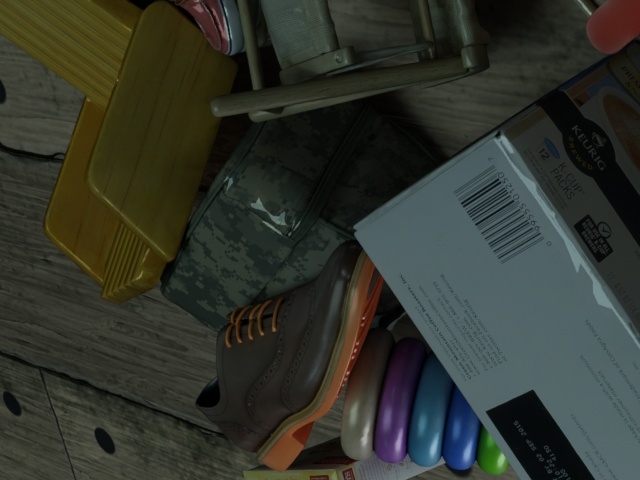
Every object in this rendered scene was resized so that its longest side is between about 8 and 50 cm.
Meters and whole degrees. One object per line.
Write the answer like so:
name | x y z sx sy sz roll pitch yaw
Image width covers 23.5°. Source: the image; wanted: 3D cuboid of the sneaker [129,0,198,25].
sneaker | -0.205 -0.403 1.666 0.147 0.145 0.385 -109 2 -56

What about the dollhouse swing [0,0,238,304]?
dollhouse swing | -0.295 -0.134 1.708 0.305 0.315 0.347 21 167 -15

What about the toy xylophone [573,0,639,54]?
toy xylophone | 0.230 -0.285 1.287 0.323 0.081 0.236 49 143 11

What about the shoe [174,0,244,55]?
shoe | -0.147 -0.261 1.564 0.178 0.081 0.063 66 157 -3

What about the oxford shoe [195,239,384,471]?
oxford shoe | -0.037 0.109 1.538 0.132 0.130 0.364 27 137 -2

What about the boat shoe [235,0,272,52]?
boat shoe | -0.082 -0.338 1.579 0.109 0.094 0.302 8 122 45

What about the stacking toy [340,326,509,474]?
stacking toy | 0.194 0.184 1.574 0.330 0.141 0.141 10 129 9

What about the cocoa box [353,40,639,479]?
cocoa box | 0.249 0.044 1.380 0.347 0.228 0.231 56 141 1

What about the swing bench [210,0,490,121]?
swing bench | 0.016 -0.256 1.405 0.254 0.165 0.253 -10 91 12

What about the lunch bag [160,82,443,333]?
lunch bag | 0.000 0.000 1.643 0.256 0.212 0.305 34 142 -3

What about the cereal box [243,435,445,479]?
cereal box | 0.057 0.243 1.728 0.173 0.240 0.047 -13 91 50
